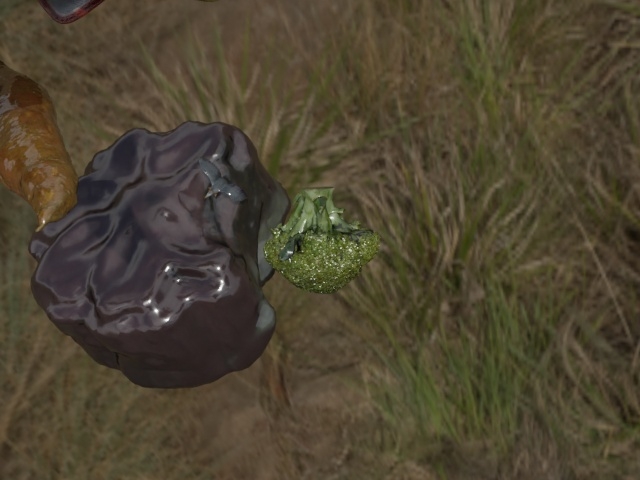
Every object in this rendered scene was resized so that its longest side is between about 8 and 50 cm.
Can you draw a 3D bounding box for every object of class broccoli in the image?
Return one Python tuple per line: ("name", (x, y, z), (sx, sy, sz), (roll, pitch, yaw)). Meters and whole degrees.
("broccoli", (0.000, 0.000, 1.367), (0.131, 0.130, 0.120), (-3, 96, -7))

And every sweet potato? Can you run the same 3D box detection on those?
("sweet potato", (-0.245, -0.077, 1.001), (0.066, 0.072, 0.314), (8, 27, -25))

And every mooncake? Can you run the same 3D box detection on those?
("mooncake", (-0.223, 0.012, 1.697), (0.350, 0.212, 0.381), (-20, 50, 9))

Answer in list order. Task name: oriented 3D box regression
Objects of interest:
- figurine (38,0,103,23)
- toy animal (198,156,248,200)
("figurine", (-0.266, -0.306, 1.096), (0.160, 0.226, 0.183), (-32, 94, 15))
("toy animal", (-0.138, -0.072, 1.609), (0.084, 0.028, 0.050), (39, 72, -3))
